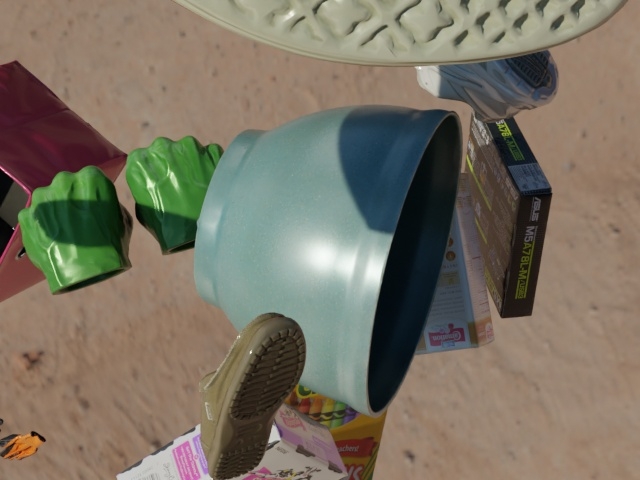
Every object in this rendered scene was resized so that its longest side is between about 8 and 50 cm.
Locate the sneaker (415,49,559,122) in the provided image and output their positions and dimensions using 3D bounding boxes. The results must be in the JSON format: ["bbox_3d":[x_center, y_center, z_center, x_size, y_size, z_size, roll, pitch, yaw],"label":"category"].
[{"bbox_3d":[0.114,-0.194,1.365,0.232,0.115,0.090,46,48,-9],"label":"sneaker"}]

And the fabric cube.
[{"bbox_3d":[-0.494,-0.080,2.126,0.259,0.254,0.258,39,27,10],"label":"fabric cube"}]

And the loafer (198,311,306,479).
[{"bbox_3d":[-0.053,0.097,0.934,0.056,0.148,0.050,-9,47,-36],"label":"loafer"}]

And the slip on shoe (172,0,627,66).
[{"bbox_3d":[-0.057,-0.137,0.441,0.331,0.123,0.101,11,23,0],"label":"slip on shoe"}]

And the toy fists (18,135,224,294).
[{"bbox_3d":[-0.239,-0.039,1.789,0.279,0.096,0.142,-20,84,1],"label":"toy fists"}]

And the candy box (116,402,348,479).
[{"bbox_3d":[-0.094,0.258,1.559,0.196,0.165,0.070,-33,56,13],"label":"candy box"}]

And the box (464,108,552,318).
[{"bbox_3d":[0.211,-0.039,1.655,0.045,0.184,0.191,-7,39,-9],"label":"box"}]

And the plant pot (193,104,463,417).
[{"bbox_3d":[0.000,0.000,1.343,0.196,0.293,0.293,14,57,15],"label":"plant pot"}]

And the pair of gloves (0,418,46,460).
[{"bbox_3d":[-0.327,0.199,1.449,0.083,0.074,0.010,33,47,-24],"label":"pair of gloves"}]

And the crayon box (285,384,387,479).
[{"bbox_3d":[-0.015,0.233,1.802,0.202,0.319,0.081,-4,22,-40],"label":"crayon box"}]

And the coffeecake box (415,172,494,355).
[{"bbox_3d":[0.098,0.030,1.532,0.142,0.068,0.186,-9,89,23],"label":"coffeecake box"}]
